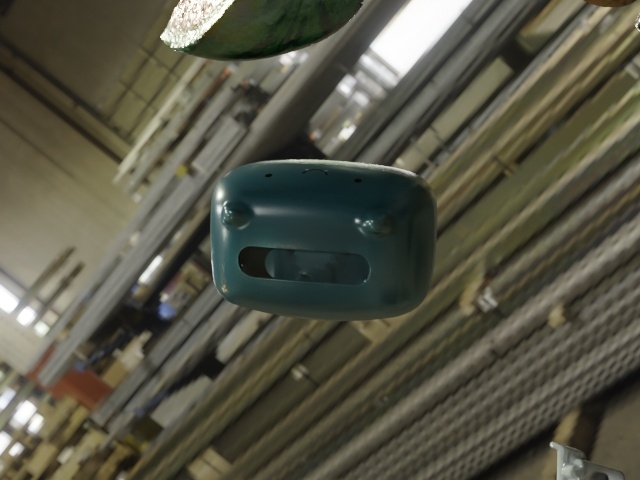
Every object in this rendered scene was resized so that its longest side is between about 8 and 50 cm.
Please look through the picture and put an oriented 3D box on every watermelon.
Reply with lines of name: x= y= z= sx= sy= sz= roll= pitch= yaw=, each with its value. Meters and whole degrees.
watermelon: x=-0.033 y=-0.215 z=1.061 sx=0.231 sy=0.146 sz=0.128 roll=-7 pitch=66 yaw=58

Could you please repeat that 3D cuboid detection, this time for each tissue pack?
tissue pack: x=0.000 y=0.000 z=1.466 sx=0.206 sy=0.287 sz=0.198 roll=-43 pitch=-43 yaw=-70

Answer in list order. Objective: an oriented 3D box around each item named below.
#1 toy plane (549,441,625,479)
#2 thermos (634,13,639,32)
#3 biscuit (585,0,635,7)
toy plane: x=0.259 y=0.361 z=1.297 sx=0.267 sy=0.267 sz=0.122 roll=-53 pitch=12 yaw=-17
thermos: x=0.627 y=-0.453 z=1.925 sx=0.176 sy=0.146 sz=0.265 roll=-16 pitch=-40 yaw=-33
biscuit: x=0.393 y=-0.453 z=1.655 sx=0.262 sy=0.277 sz=0.052 roll=-41 pitch=-40 yaw=-19
